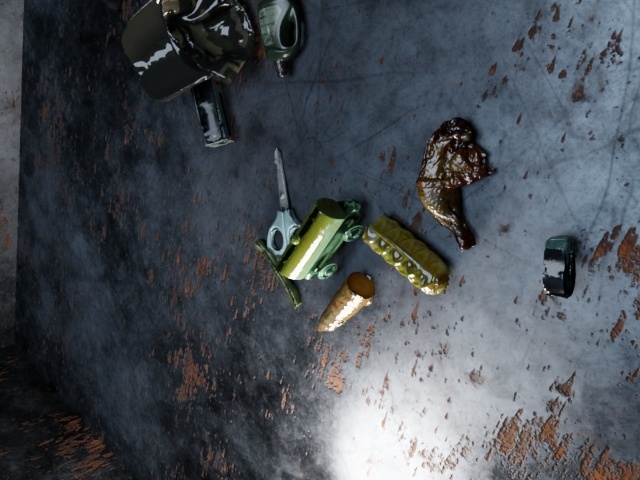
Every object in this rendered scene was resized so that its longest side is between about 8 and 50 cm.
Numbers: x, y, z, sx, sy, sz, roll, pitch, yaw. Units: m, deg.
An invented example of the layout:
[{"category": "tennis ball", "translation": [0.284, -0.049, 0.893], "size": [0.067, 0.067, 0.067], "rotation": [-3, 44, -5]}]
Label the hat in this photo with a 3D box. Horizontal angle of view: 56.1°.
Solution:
[{"category": "hat", "translation": [-0.421, -0.624, 1.905], "size": [0.381, 0.257, 0.367], "rotation": [-17, 101, 47]}]

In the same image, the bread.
[{"category": "bread", "translation": [0.232, 0.039, 1.596], "size": [0.269, 0.098, 0.087], "rotation": [42, 162, 26]}]

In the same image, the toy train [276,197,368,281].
[{"category": "toy train", "translation": [0.003, 0.006, 1.716], "size": [0.126, 0.189, 0.308], "rotation": [51, 126, 23]}]

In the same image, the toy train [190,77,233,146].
[{"category": "toy train", "translation": [-0.381, -0.517, 1.999], "size": [0.086, 0.089, 0.410], "rotation": [-14, 89, 16]}]

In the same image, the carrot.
[{"category": "carrot", "translation": [0.059, 0.201, 1.778], "size": [0.102, 0.101, 0.263], "rotation": [54, 131, 18]}]

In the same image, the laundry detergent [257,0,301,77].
[{"category": "laundry detergent", "translation": [-0.113, -0.593, 1.759], "size": [0.144, 0.078, 0.222], "rotation": [-3, 97, 37]}]

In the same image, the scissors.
[{"category": "scissors", "translation": [-0.117, -0.111, 1.900], "size": [0.191, 0.029, 0.361], "rotation": [-2, 98, 42]}]

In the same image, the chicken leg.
[{"category": "chicken leg", "translation": [0.330, -0.139, 1.483], "size": [0.177, 0.083, 0.323], "rotation": [17, 108, 22]}]

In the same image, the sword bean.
[{"category": "sword bean", "translation": [-0.138, 0.102, 1.964], "size": [0.043, 0.038, 0.269], "rotation": [-39, 72, 13]}]

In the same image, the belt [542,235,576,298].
[{"category": "belt", "translation": [0.532, 0.059, 1.329], "size": [0.058, 0.105, 0.140], "rotation": [1, 94, 36]}]
